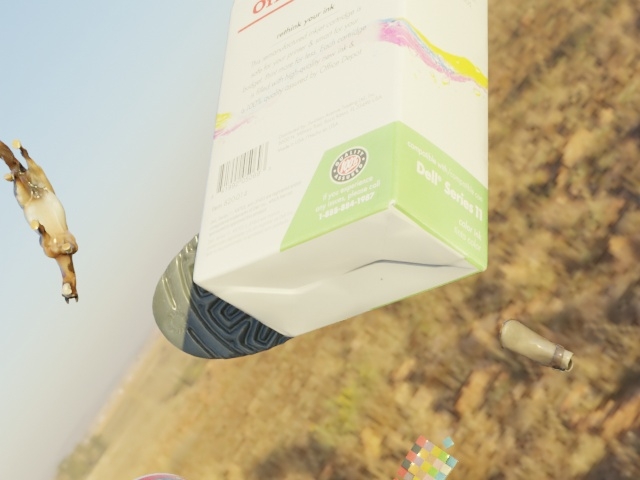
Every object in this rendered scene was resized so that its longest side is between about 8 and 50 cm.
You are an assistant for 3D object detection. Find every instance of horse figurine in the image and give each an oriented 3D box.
[{"bbox_3d":[-0.413,-0.046,1.836,0.066,0.263,0.174,-29,-10,-8],"label":"horse figurine"}]

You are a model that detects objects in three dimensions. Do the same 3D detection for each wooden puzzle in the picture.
[{"bbox_3d":[0.113,0.244,1.346,0.083,0.049,0.006,-57,-25,-1],"label":"wooden puzzle"}]

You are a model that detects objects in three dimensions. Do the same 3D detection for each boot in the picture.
[{"bbox_3d":[0.002,-0.001,1.496,0.367,0.146,0.445,-32,0,3],"label":"boot"},{"bbox_3d":[0.283,0.138,1.619,0.042,0.087,0.118,-66,-25,-3],"label":"boot"}]

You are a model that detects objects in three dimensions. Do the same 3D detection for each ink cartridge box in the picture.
[{"bbox_3d":[0.024,-0.122,1.013,0.207,0.119,0.353,-21,51,37],"label":"ink cartridge box"}]

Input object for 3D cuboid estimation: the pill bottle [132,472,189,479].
[{"bbox_3d":[-0.214,0.510,1.929,0.210,0.210,0.363,-56,23,-5],"label":"pill bottle"}]
